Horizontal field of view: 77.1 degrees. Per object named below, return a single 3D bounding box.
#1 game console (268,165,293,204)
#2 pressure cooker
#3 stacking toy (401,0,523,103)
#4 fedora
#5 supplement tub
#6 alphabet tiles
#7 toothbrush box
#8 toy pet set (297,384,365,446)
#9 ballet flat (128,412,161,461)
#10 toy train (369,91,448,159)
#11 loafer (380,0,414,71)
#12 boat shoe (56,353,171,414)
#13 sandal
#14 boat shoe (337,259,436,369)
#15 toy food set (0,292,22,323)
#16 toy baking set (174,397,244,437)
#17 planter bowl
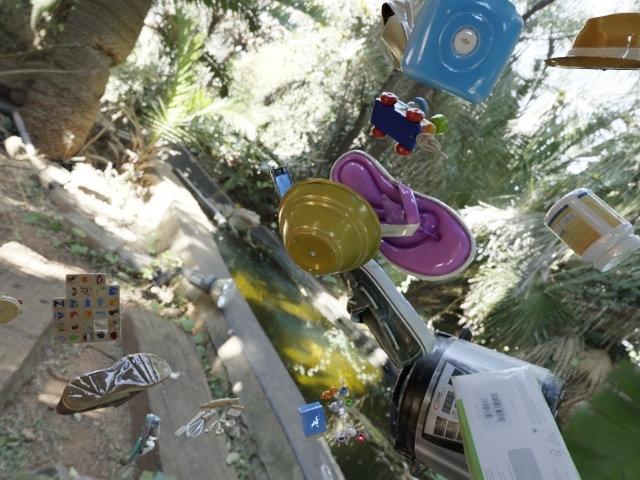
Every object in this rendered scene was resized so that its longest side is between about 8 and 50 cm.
[{"bbox_3d":[-0.118,-0.179,1.300,0.071,0.107,0.122,-6,-76,52],"label":"game console"},{"bbox_3d":[0.401,0.473,1.107,0.420,0.376,0.370,15,26,37],"label":"pressure cooker"},{"bbox_3d":[0.246,-0.383,0.802,0.175,0.166,0.302,20,21,-5],"label":"stacking toy"},{"bbox_3d":[0.465,-0.314,0.641,0.194,0.194,0.079,-132,-140,-60],"label":"fedora"},{"bbox_3d":[0.733,-0.029,1.088,0.200,0.144,0.144,59,10,32],"label":"supplement tub"},{"bbox_3d":[-0.770,0.225,1.326,0.198,0.237,0.009,0,9,-18],"label":"alphabet tiles"},{"bbox_3d":[0.293,0.361,0.610,0.206,0.122,0.283,-90,162,-49],"label":"toothbrush box"},{"bbox_3d":[0.016,0.326,0.769,0.122,0.114,0.065,-119,-157,-53],"label":"toy pet set"},{"bbox_3d":[-0.362,0.417,0.838,0.041,0.114,0.041,25,8,-4],"label":"ballet flat"},{"bbox_3d":[0.243,-0.256,0.932,0.248,0.143,0.105,46,-39,34],"label":"toy train"},{"bbox_3d":[0.233,-0.617,1.217,0.102,0.092,0.269,117,-30,-65],"label":"loafer"},{"bbox_3d":[-0.637,0.456,1.257,0.123,0.123,0.342,51,25,17],"label":"boat shoe"},{"bbox_3d":[0.136,-0.064,0.862,0.102,0.169,0.416,21,18,-50],"label":"sandal"},{"bbox_3d":[0.117,0.147,0.945,0.335,0.119,0.121,47,-22,32],"label":"boat shoe"},{"bbox_3d":[-0.765,0.165,0.964,0.020,0.082,0.083,47,-5,43],"label":"toy food set"},{"bbox_3d":[-0.432,0.693,1.577,0.197,0.256,0.030,-82,162,-75],"label":"toy baking set"},{"bbox_3d":[0.000,0.000,0.761,0.217,0.217,0.090,44,42,-12],"label":"planter bowl"}]
